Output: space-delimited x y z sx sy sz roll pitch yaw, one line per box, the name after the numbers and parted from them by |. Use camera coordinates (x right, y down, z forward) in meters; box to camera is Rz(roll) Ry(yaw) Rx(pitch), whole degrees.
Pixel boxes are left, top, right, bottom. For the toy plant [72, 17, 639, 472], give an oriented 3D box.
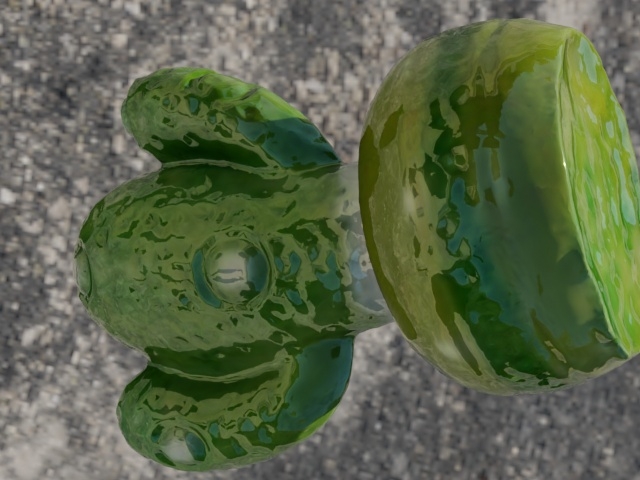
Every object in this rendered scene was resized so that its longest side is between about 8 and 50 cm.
0.000 0.000 0.730 0.184 0.316 0.224 -17 93 -65 | toy plant
